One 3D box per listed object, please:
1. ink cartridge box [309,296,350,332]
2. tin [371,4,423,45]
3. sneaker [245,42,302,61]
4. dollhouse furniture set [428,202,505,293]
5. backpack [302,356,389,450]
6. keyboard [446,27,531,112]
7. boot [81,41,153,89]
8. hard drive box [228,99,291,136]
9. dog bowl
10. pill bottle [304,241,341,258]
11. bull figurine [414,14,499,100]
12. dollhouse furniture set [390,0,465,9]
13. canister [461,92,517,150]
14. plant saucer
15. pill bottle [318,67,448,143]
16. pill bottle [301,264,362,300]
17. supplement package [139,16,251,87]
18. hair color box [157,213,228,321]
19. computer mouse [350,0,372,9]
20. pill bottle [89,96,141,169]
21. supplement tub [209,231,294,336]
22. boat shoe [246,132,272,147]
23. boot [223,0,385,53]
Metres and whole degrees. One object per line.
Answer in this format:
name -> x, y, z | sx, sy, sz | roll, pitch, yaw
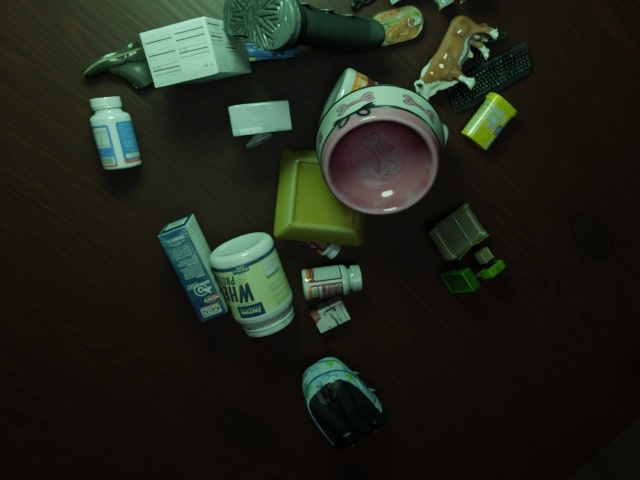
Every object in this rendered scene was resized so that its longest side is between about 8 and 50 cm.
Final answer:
ink cartridge box -> 0.039, 0.295, 1.745 | 0.135, 0.056, 0.099 | -27, 108, 2
tin -> 0.249, -0.720, 1.456 | 0.190, 0.040, 0.106 | -15, 113, -3
sneaker -> -0.163, -0.627, 1.414 | 0.210, 0.069, 0.082 | -5, 105, -6
dollhouse furniture set -> 0.553, 0.033, 1.725 | 0.198, 0.151, 0.301 | -33, 92, -17
backpack -> 0.071, 0.655, 1.782 | 0.290, 0.273, 0.355 | -34, 130, 6
keyboard -> 0.587, -0.612, 1.537 | 0.317, 0.033, 0.201 | -30, 109, 2
boot -> -0.638, -0.527, 1.386 | 0.198, 0.077, 0.137 | -25, 114, 2
hard drive box -> -0.193, -0.399, 1.398 | 0.181, 0.232, 0.089 | -8, 108, -4
dog bowl -> 0.182, -0.253, 1.332 | 0.409, 0.150, 0.407 | 3, 130, 4
pill bottle -> 0.000, 0.000, 1.628 | 0.152, 0.086, 0.086 | 38, 99, -16
bull figurine -> 0.453, -0.602, 1.464 | 0.189, 0.101, 0.310 | 27, 98, 12
dollhouse furniture set -> 0.319, -0.842, 1.318 | 0.304, 0.198, 0.286 | -27, 100, 0
canister -> 0.609, -0.428, 1.573 | 0.126, 0.073, 0.169 | 30, 104, -24
plant saucer -> 0.016, -0.156, 1.535 | 0.333, 0.081, 0.332 | 5, 90, -10
pill bottle -> 0.212, -0.387, 1.458 | 0.393, 0.224, 0.224 | 23, 103, -14
pill bottle -> 0.042, 0.157, 1.666 | 0.221, 0.121, 0.121 | -7, 109, -5
supplement package -> -0.357, -0.551, 1.287 | 0.204, 0.262, 0.145 | -7, 109, 15
hair color box -> -0.443, 0.096, 1.555 | 0.105, 0.174, 0.347 | -21, 109, 0
computer mouse -> 0.113, -0.856, 1.389 | 0.106, 0.042, 0.192 | -26, 109, 2
pill bottle -> -0.670, -0.348, 1.409 | 0.125, 0.124, 0.221 | -8, 108, -5
supplement tub -> -0.238, 0.158, 1.570 | 0.236, 0.235, 0.324 | -19, 109, -1
boat shoe -> -0.218, -0.359, 1.515 | 0.100, 0.035, 0.035 | -27, 82, 6
boot -> 0.006, -0.588, 1.220 | 0.446, 0.367, 0.146 | -5, 123, -36
